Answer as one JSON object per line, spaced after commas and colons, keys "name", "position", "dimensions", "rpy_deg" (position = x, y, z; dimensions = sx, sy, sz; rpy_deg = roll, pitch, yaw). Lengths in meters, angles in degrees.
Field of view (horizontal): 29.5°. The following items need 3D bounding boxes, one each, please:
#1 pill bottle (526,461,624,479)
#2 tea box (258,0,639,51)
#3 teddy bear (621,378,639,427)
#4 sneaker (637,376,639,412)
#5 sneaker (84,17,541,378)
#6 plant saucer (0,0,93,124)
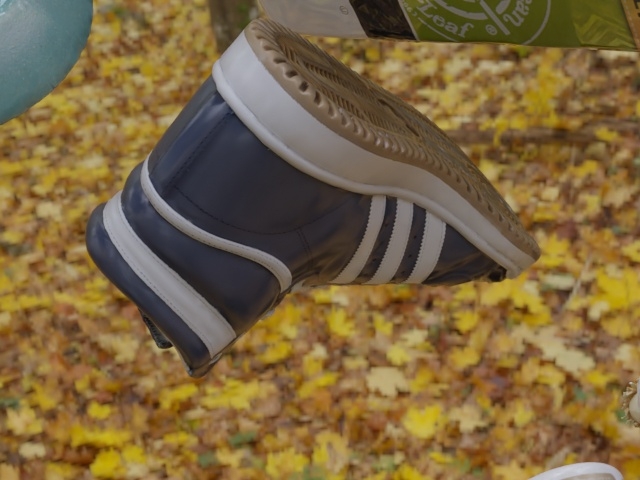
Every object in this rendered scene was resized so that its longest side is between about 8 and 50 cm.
{"name": "pill bottle", "position": [0.316, 0.404, 1.398], "dimensions": [0.153, 0.153, 0.265], "rpy_deg": [-9, 56, -8]}
{"name": "tea box", "position": [0.080, -0.281, 0.551], "dimensions": [0.323, 0.329, 0.220], "rpy_deg": [11, 51, 44]}
{"name": "teddy bear", "position": [0.526, 0.225, 1.459], "dimensions": [0.338, 0.245, 0.113], "rpy_deg": [17, 38, -3]}
{"name": "sneaker", "position": [0.342, 0.095, 0.938], "dimensions": [0.090, 0.235, 0.095], "rpy_deg": [35, 37, -20]}
{"name": "sneaker", "position": [0.000, 0.000, 0.627], "dimensions": [0.153, 0.282, 0.099], "rpy_deg": [-45, 58, 14]}
{"name": "plant saucer", "position": [-0.126, -0.074, 0.346], "dimensions": [0.119, 0.021, 0.119], "rpy_deg": [4, 50, -5]}
